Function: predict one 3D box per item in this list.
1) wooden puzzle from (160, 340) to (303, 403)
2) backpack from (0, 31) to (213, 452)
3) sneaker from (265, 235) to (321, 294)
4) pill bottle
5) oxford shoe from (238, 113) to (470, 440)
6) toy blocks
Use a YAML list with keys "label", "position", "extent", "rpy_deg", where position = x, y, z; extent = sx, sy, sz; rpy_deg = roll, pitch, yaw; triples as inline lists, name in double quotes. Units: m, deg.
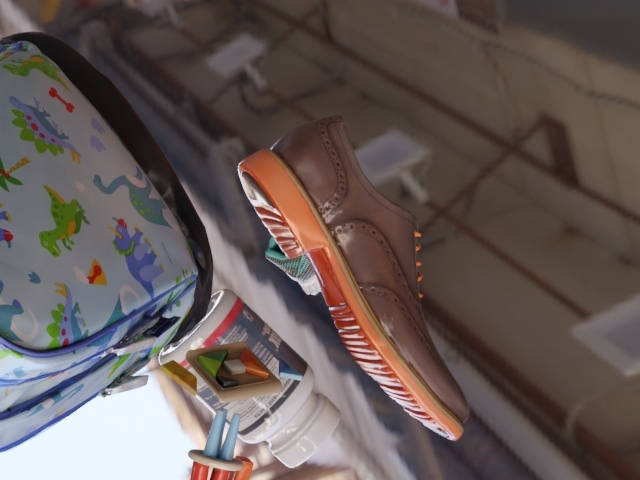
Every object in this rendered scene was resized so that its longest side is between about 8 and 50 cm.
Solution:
- label: "wooden puzzle"
  position: [-0.080, 0.118, 1.486]
  extent: [0.116, 0.014, 0.078]
  rpy_deg: [-13, -140, -38]
- label: "backpack"
  position: [-0.247, 0.015, 1.163]
  extent: [0.355, 0.290, 0.273]
  rpy_deg: [-36, -176, -41]
- label: "sneaker"
  position: [0.000, 0.000, 1.616]
  extent: [0.166, 0.076, 0.065]
  rpy_deg: [-39, -154, 51]
- label: "pill bottle"
  position: [-0.069, 0.147, 1.690]
  extent: [0.108, 0.180, 0.108]
  rpy_deg: [-43, -169, 11]
- label: "oxford shoe"
  position: [0.050, 0.029, 1.243]
  extent: [0.098, 0.271, 0.097]
  rpy_deg: [-35, -169, -14]
- label: "toy blocks"
  position: [-0.091, 0.229, 1.511]
  extent: [0.054, 0.148, 0.123]
  rpy_deg: [16, -179, 19]
